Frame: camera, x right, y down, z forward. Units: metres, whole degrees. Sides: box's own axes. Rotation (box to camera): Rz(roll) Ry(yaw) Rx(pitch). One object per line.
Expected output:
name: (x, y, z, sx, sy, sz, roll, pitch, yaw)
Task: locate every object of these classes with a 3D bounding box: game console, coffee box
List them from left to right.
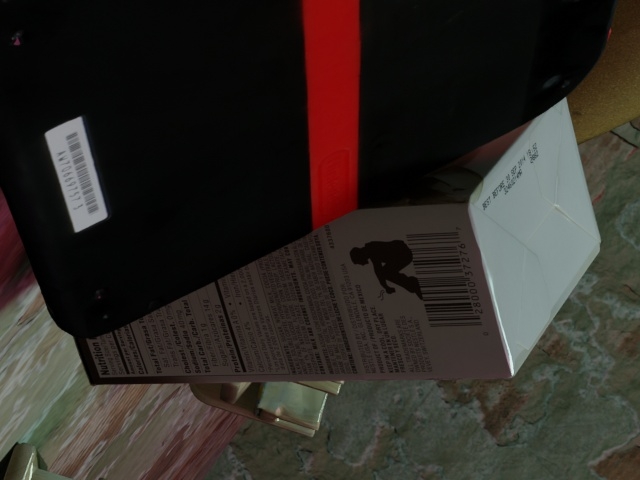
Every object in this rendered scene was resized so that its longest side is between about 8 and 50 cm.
coffee box: (0.000, 0.000, 1.155, 0.297, 0.119, 0.168, -3, -155, 30)
game console: (0.001, -0.109, 0.866, 0.342, 0.060, 0.386, -26, 158, -10)

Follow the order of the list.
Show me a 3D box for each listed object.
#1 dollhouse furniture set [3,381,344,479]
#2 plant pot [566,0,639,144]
dollhouse furniture set: (-0.111, 0.112, 1.731, 0.362, 0.256, 0.394, 110, -2, -76)
plant pot: (0.211, -0.191, 1.246, 0.254, 0.237, 0.237, -48, 178, 32)
